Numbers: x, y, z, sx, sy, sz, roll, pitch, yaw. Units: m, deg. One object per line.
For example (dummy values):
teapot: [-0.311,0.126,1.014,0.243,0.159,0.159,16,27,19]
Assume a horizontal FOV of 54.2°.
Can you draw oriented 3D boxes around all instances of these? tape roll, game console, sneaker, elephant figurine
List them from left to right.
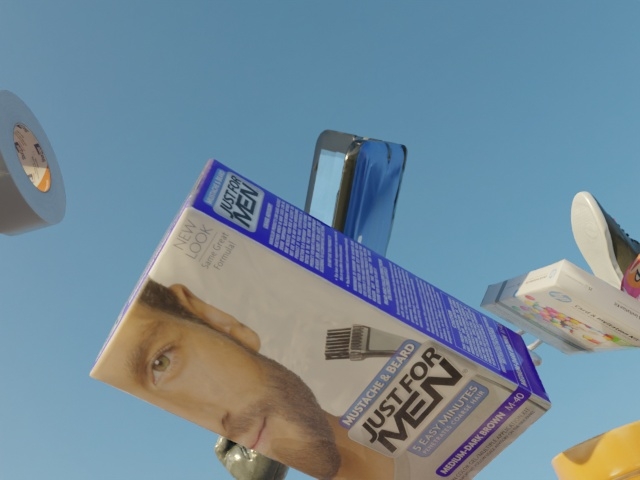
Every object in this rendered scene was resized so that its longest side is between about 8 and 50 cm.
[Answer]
tape roll: [-0.483,-0.119,0.978,0.072,0.219,0.219,-17,-44,-1]
elephant figurine: [-0.079,0.351,1.180,0.239,0.186,0.169,-49,-11,19]
game console: [0.000,0.000,0.846,0.173,0.250,0.293,14,-78,22]
sneaker: [0.669,0.011,1.376,0.147,0.295,0.104,-24,-3,-11]

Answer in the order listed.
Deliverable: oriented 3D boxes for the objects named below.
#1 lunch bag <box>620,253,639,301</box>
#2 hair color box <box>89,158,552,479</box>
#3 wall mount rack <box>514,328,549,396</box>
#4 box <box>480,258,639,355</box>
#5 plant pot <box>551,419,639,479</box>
lunch bag: [0.504,0.039,0.702,0.120,0.258,0.293,30,-63,-12]
hair color box: [0.003,0.100,0.547,0.339,0.110,0.185,30,-66,-12]
wall mount rack: [0.293,0.269,1.153,0.350,0.130,0.304,-31,-37,6]
box: [0.303,0.089,0.768,0.145,0.038,0.186,29,-18,-4]
plant pot: [0.455,0.361,0.855,0.205,0.188,0.205,-13,-31,-8]
